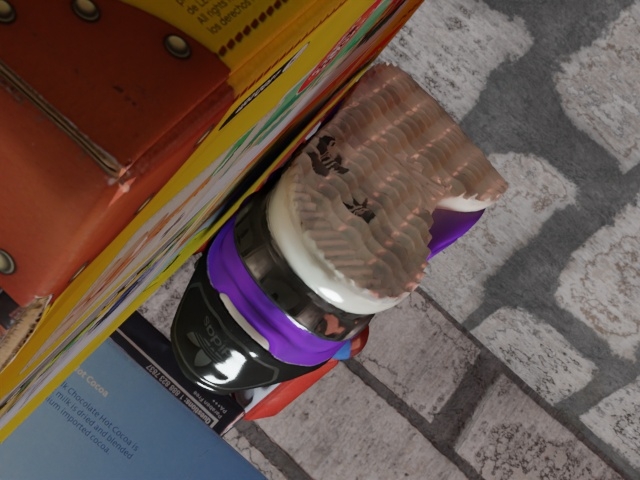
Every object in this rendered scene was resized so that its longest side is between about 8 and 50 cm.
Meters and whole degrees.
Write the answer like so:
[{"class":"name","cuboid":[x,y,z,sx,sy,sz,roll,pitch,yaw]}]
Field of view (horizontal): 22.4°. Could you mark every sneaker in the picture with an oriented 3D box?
[{"class":"sneaker","cuboid":[-0.001,-0.001,0.866,0.146,0.102,0.293,-43,178,25]}]

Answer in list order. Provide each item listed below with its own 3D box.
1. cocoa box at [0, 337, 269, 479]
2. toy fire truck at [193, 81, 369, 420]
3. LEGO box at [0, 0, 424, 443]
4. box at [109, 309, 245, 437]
[{"class":"cocoa box","cuboid":[-0.233,0.163,1.203,0.228,0.347,0.231,-49,180,-12]},{"class":"toy fire truck","cuboid":[-0.028,0.005,1.457,0.169,0.254,0.302,-6,160,-30]},{"class":"LEGO box","cuboid":[-0.103,-0.094,0.688,0.372,0.193,0.500,-47,-179,40]},{"class":"box","cuboid":[-0.283,0.176,1.513,0.294,0.296,0.183,-47,180,-16]}]
